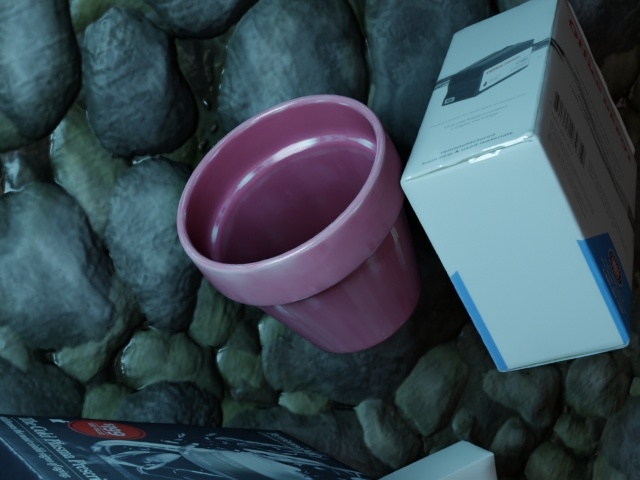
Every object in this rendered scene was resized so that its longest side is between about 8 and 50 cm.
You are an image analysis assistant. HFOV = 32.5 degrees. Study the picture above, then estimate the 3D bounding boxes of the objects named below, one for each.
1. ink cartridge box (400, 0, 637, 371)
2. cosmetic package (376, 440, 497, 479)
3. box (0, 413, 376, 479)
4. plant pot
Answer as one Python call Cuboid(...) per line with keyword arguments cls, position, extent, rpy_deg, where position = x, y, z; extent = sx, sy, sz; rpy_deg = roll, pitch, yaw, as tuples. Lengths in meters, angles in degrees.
Cuboid(cls="ink cartridge box", position=(0.202, -0.064, 1.042), extent=(0.223, 0.129, 0.307), rpy_deg=(59, 30, -24))
Cuboid(cls="cosmetic package", position=(0.079, 0.301, 1.148), extent=(0.239, 0.060, 0.099), rpy_deg=(-18, 104, -28))
Cuboid(cls="box", position=(-0.095, 0.267, 0.870), extent=(0.312, 0.343, 0.179), rpy_deg=(11, 91, -33))
Cuboid(cls="plant pot", position=(0.000, 0.000, 0.991), extent=(0.201, 0.201, 0.180), rpy_deg=(-50, 134, -16))
